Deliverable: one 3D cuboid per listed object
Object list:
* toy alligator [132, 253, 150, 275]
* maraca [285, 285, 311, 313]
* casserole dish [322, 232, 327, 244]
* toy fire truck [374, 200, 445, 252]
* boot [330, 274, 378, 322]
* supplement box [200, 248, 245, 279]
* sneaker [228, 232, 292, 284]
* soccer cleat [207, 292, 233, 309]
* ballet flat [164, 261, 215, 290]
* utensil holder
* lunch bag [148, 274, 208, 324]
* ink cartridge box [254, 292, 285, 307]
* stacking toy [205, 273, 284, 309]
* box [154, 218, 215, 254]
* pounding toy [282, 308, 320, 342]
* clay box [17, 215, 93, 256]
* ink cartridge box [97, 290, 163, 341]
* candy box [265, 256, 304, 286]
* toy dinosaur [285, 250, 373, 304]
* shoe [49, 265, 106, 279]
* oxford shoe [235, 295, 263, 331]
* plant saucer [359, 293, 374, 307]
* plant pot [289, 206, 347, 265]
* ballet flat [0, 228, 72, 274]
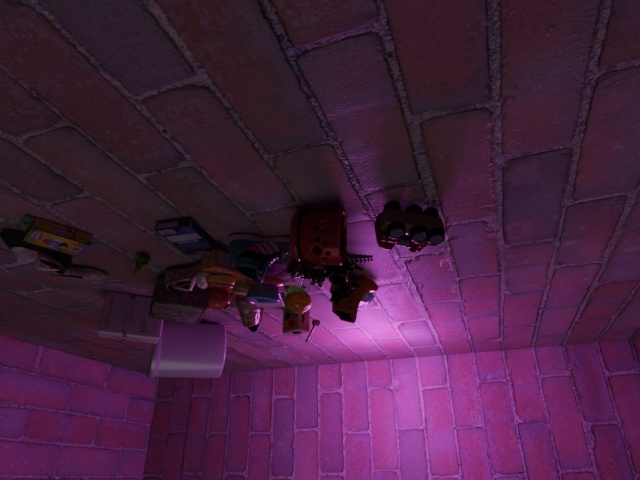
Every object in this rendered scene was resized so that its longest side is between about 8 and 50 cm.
[{"bbox_3d":[-0.729,0.096,1.858,0.051,0.056,0.189,-32,174,-38],"label":"toy alligator"},{"bbox_3d":[-0.109,0.276,2.164,0.127,0.099,0.186,-6,126,5],"label":"maraca"},{"bbox_3d":[0.000,0.000,1.686,0.114,0.037,0.188,-6,152,11],"label":"casserole dish"},{"bbox_3d":[0.276,-0.018,1.563,0.216,0.159,0.246,8,142,-15],"label":"toy fire truck"},{"bbox_3d":[0.150,0.262,2.006,0.295,0.212,0.104,24,145,-38],"label":"boot"},{"bbox_3d":[-0.364,0.096,1.788,0.077,0.080,0.233,-14,158,27],"label":"supplement box"},{"bbox_3d":[-0.195,0.076,1.675,0.295,0.179,0.124,4,153,-8],"label":"sneaker"},{"bbox_3d":[-0.475,0.266,2.144,0.121,0.094,0.289,5,154,-24],"label":"soccer cleat"},{"bbox_3d":[-0.521,0.157,1.912,0.315,0.106,0.107,-13,150,23],"label":"ballet flat"},{"bbox_3d":[-0.755,0.615,2.581,0.384,0.328,0.328,7,152,-21],"label":"utensil holder"},{"bbox_3d":[-0.660,0.290,2.105,0.235,0.169,0.287,11,146,-22],"label":"lunch bag"},{"bbox_3d":[-0.246,0.241,2.104,0.139,0.082,0.191,-2,154,4],"label":"ink cartridge box"},{"bbox_3d":[-0.294,0.230,1.859,0.308,0.131,0.279,0,163,10],"label":"stacking toy"},{"bbox_3d":[-0.483,-0.010,1.661,0.136,0.037,0.225,-6,153,12],"label":"box"},{"bbox_3d":[-0.105,0.437,2.378,0.205,0.181,0.094,-24,144,38],"label":"pounding toy"},{"bbox_3d":[-0.959,-0.013,1.636,0.221,0.053,0.127,22,145,-38],"label":"clay box"},{"bbox_3d":[-0.925,0.380,2.235,0.282,0.208,0.117,13,148,-23],"label":"ink cartridge box"},{"bbox_3d":[-0.144,0.115,1.869,0.159,0.071,0.233,4,153,-7],"label":"candy box"},{"bbox_3d":[0.043,0.088,1.657,0.321,0.218,0.165,-29,126,-9],"label":"toy dinosaur"},{"bbox_3d":[-1.031,0.143,1.933,0.218,0.059,0.076,15,149,-27],"label":"shoe"},{"bbox_3d":[-0.351,0.367,2.294,0.122,0.131,0.348,-3,153,6],"label":"oxford shoe"},{"bbox_3d":[0.173,0.304,2.278,0.194,0.038,0.195,0,154,0],"label":"plant saucer"},{"bbox_3d":[-0.006,-0.014,1.495,0.173,0.191,0.191,1,153,8],"label":"plant pot"},{"bbox_3d":[-1.072,0.053,1.719,0.095,0.096,0.280,-14,150,26],"label":"ballet flat"}]
